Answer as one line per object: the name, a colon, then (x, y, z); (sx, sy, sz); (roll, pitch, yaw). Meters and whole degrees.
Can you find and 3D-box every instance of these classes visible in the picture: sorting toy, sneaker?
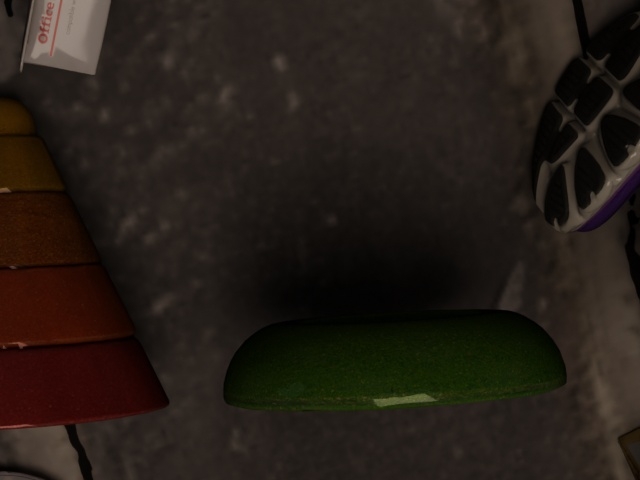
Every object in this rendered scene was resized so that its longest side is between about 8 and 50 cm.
sorting toy: (0.000, 0.000, 0.637); (0.365, 0.127, 0.126); (-4, 89, 10)
sneaker: (0.153, -0.063, 0.668); (0.071, 0.068, 0.170); (33, 108, -30)

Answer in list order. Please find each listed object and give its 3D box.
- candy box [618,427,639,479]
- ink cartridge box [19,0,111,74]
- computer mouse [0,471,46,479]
candy box: (0.239, 0.099, 0.748); (0.186, 0.053, 0.109); (-27, 111, 3)
ink cartridge box: (-0.090, -0.090, 0.615); (0.028, 0.083, 0.048); (10, 110, -10)
computer mouse: (-0.155, 0.190, 0.741); (0.106, 0.042, 0.193); (13, 110, -11)
